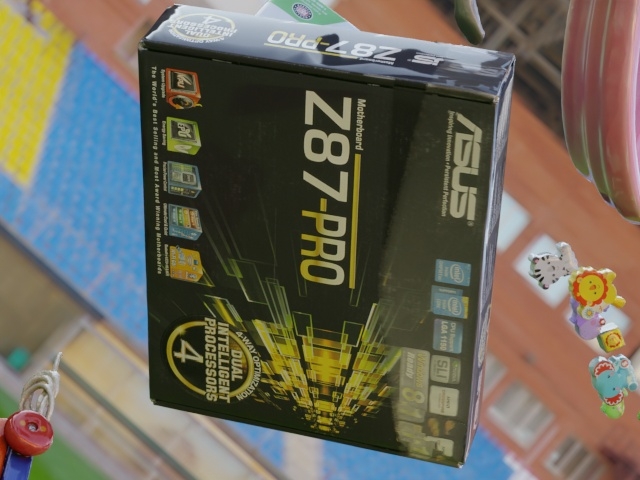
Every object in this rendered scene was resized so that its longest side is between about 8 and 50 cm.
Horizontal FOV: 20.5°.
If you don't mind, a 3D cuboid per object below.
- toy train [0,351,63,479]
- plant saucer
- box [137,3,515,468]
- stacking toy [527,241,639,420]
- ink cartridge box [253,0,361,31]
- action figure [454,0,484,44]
[{"bbox_3d":[-0.304,0.164,1.480,0.143,0.105,0.248,22,41,-16],"label":"toy train"},{"bbox_3d":[0.310,-0.182,1.720,0.084,0.332,0.332,8,-23,24],"label":"plant saucer"},{"bbox_3d":[0.000,0.000,1.604,0.318,0.097,0.395,10,-57,11],"label":"box"},{"bbox_3d":[0.292,0.113,1.857,0.167,0.052,0.221,-131,-163,-76],"label":"stacking toy"},{"bbox_3d":[-0.039,-0.155,1.922,0.160,0.219,0.092,37,-36,3],"label":"ink cartridge box"},{"bbox_3d":[0.199,-0.316,1.494,0.341,0.330,0.178,28,-24,52],"label":"action figure"}]
